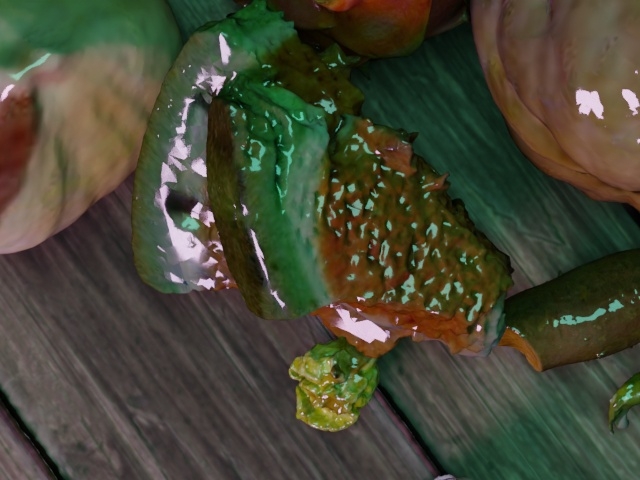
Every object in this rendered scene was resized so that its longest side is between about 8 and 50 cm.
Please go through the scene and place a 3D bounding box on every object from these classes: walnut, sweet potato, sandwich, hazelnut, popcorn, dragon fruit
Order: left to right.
[{"bbox_3d":[-0.229,-0.122,1.285,0.261,0.241,0.261,3,78,-13],"label":"hazelnut"},{"bbox_3d":[0.000,0.000,1.248,0.301,0.162,0.250,26,128,0],"label":"sandwich"},{"bbox_3d":[0.013,0.112,1.332,0.083,0.068,0.059,-57,38,13],"label":"popcorn"},{"bbox_3d":[0.022,-0.231,1.292,0.224,0.227,0.224,-2,77,8],"label":"dragon fruit"},{"bbox_3d":[0.244,0.045,1.320,0.243,0.077,0.077,-15,83,-8],"label":"sweet potato"},{"bbox_3d":[0.263,-0.191,1.225,0.306,0.306,0.344,10,85,5],"label":"walnut"}]

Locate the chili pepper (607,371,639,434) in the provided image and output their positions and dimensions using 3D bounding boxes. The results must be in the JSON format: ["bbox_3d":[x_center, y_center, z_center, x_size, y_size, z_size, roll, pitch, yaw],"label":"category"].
[{"bbox_3d":[0.381,0.204,1.291,0.359,0.076,0.085,37,129,10],"label":"chili pepper"}]

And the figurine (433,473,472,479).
[{"bbox_3d":[0.110,0.271,1.288,0.132,0.132,0.154,-44,97,-1],"label":"figurine"}]
